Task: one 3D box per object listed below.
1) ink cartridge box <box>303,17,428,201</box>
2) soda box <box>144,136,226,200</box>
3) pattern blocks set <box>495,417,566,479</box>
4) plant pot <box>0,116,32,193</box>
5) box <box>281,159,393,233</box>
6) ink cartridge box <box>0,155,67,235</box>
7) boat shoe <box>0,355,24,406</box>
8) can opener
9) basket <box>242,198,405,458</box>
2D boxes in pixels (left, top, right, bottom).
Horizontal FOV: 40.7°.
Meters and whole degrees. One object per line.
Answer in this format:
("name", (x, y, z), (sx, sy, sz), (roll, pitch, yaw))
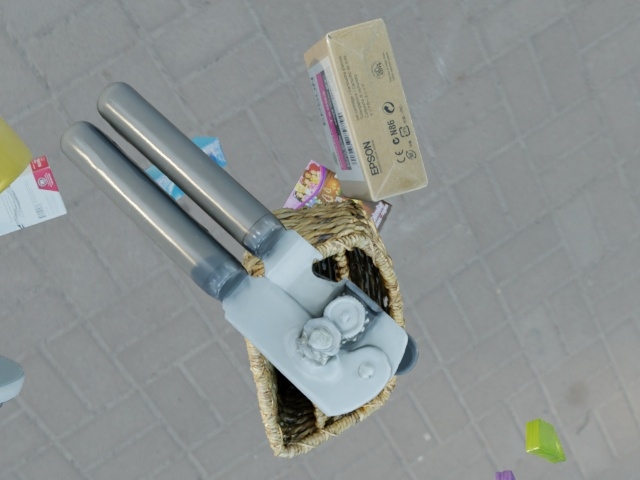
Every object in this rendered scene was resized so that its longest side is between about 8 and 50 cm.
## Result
("ink cartridge box", (0.059, -0.178, 1.227), (0.088, 0.193, 0.234), (-18, 97, -10))
("soda box", (-0.292, -0.138, 1.770), (0.210, 0.071, 0.067), (-42, 126, -39))
("pattern blocks set", (0.267, 0.339, 0.946), (0.026, 0.285, 0.325), (-22, 142, 28))
("plant pot", (-0.479, -0.101, 0.902), (0.254, 0.254, 0.239), (-38, 112, -3))
("box", (0.000, 0.000, 1.758), (0.201, 0.057, 0.293), (29, 61, -2))
("ink cartridge box", (-0.579, -0.084, 1.657), (0.150, 0.063, 0.109), (-20, 126, -14))
("boat shoe", (-0.280, 0.125, 0.544), (0.183, 0.065, 0.083), (-8, 118, -46))
("can opener", (-0.058, 0.007, 0.581), (0.280, 0.093, 0.074), (42, 87, 9))
("basket", (0.013, 0.121, 1.203), (0.213, 0.223, 0.299), (-7, 117, 2))
